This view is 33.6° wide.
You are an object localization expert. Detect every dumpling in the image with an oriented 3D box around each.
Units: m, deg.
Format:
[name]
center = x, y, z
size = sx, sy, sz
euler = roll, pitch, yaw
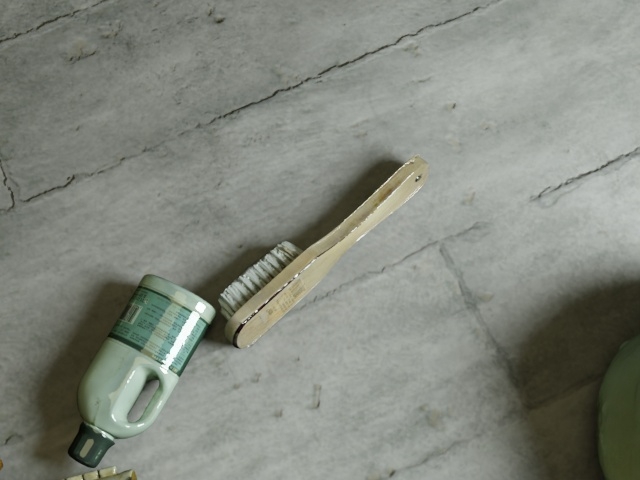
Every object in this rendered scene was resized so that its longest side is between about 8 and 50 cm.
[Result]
[dumpling]
center = 0.389, 0.199, 1.130
size = 0.270, 0.212, 0.321
euler = 8, 49, -35

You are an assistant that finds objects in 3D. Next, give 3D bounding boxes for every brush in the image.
[brush]
center = 0.000, 0.000, 1.274
size = 0.327, 0.070, 0.065
euler = -41, 64, -15

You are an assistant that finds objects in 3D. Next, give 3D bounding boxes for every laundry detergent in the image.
[laundry detergent]
center = -0.214, 0.154, 1.213
size = 0.099, 0.070, 0.226
euler = 28, 72, 3

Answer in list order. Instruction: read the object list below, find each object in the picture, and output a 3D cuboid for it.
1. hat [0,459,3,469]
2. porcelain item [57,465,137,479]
[hat]
center = -0.506, 0.281, 1.110
size = 0.233, 0.244, 0.233
euler = 27, 84, 20
[porcelain item]
center = -0.308, 0.301, 1.168
size = 0.213, 0.054, 0.084
euler = -7, 76, -1
